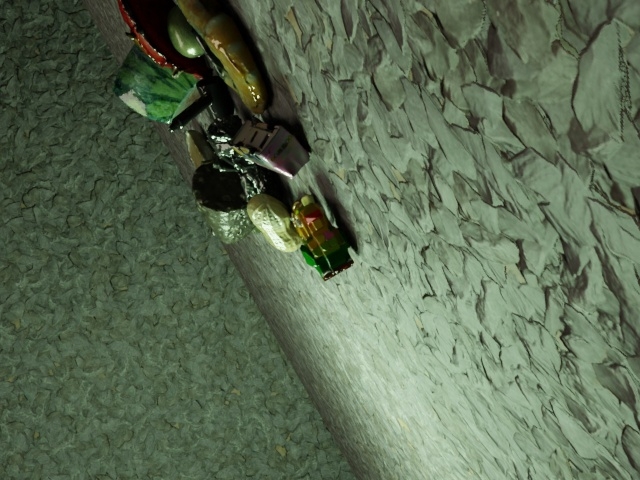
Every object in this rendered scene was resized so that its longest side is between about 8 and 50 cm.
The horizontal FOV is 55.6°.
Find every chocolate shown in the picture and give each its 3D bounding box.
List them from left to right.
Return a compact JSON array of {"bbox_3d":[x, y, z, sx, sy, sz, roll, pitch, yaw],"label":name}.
[{"bbox_3d":[-0.424,-0.298,2.303,0.261,0.083,0.161,58,157,21],"label":"chocolate"}]

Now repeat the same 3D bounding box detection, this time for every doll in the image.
[{"bbox_3d":[0.002,0.002,1.381,0.186,0.106,0.134,65,170,-18],"label":"doll"}]

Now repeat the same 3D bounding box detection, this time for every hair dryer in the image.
[{"bbox_3d":[-0.319,-0.336,1.606,0.071,0.248,0.114,-3,126,29],"label":"hair dryer"}]

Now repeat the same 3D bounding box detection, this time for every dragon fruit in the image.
[{"bbox_3d":[-0.439,-0.559,1.548,0.343,0.100,0.282,65,-161,1],"label":"dragon fruit"}]

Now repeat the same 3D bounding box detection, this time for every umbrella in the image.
[{"bbox_3d":[-0.200,-0.181,1.660,0.154,0.128,0.336,11,138,41],"label":"umbrella"}]

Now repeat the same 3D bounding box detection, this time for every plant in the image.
[{"bbox_3d":[-0.269,-0.109,1.880,0.215,0.213,0.312,53,165,16],"label":"plant"}]

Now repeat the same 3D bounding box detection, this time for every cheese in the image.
[{"bbox_3d":[-0.027,-0.068,1.447,0.044,0.030,0.083,-12,85,34],"label":"cheese"}]

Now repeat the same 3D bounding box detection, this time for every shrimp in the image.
[{"bbox_3d":[-0.249,-0.477,1.375,0.445,0.085,0.272,56,171,-1],"label":"shrimp"}]

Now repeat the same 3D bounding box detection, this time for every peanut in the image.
[{"bbox_3d":[-0.118,-0.045,1.645,0.214,0.099,0.090,56,-164,-42],"label":"peanut"}]

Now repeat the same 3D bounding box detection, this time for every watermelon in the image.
[{"bbox_3d":[-0.444,-0.469,1.750,0.213,0.261,0.201,41,-176,5],"label":"watermelon"}]

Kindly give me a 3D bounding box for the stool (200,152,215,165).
[{"bbox_3d":[-0.318,-0.219,2.027,0.125,0.121,0.217,50,158,28],"label":"stool"}]

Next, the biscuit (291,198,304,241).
[{"bbox_3d":[-0.014,-0.007,1.553,0.226,0.042,0.226,55,166,20],"label":"biscuit"}]

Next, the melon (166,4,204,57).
[{"bbox_3d":[-0.329,-0.517,1.503,0.130,0.098,0.098,63,165,-14],"label":"melon"}]

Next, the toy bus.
[{"bbox_3d":[-0.120,-0.213,1.381,0.112,0.090,0.274,38,178,-26],"label":"toy bus"}]
